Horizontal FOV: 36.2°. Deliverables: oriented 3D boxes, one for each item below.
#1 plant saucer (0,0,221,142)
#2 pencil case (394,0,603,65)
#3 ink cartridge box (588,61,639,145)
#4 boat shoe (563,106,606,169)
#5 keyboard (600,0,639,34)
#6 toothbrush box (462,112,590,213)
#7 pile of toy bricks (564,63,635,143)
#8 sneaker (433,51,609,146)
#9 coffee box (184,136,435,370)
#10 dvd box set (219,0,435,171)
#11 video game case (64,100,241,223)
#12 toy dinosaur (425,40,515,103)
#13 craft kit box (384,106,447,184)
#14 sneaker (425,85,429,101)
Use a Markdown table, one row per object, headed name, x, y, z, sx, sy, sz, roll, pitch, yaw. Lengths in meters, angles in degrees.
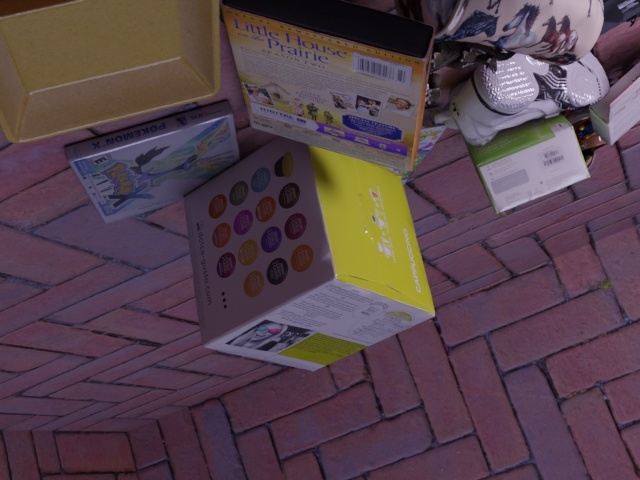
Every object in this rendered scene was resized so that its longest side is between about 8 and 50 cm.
| name | x | y | z | sx | sy | sz | roll | pitch | yaw |
| --- | --- | --- | --- | --- | --- | --- | --- | --- | --- |
| plant saucer | -0.311 | -0.275 | 1.367 | 0.333 | 0.081 | 0.333 | -16 | 162 | -11 |
| pencil case | 0.289 | -0.372 | 1.550 | 0.410 | 0.160 | 0.183 | -1 | 140 | -44 |
| ink cartridge box | 0.689 | -0.352 | 2.024 | 0.296 | 0.066 | 0.261 | -42 | 158 | 4 |
| boat shoe | 0.608 | -0.220 | 2.400 | 0.123 | 0.116 | 0.324 | -16 | 166 | -9 |
| keyboard | 0.583 | -0.453 | 1.853 | 0.192 | 0.038 | 0.100 | -28 | 137 | 29 |
| toothbrush box | 0.428 | -0.189 | 2.085 | 0.206 | 0.122 | 0.283 | -21 | -162 | 10 |
| pile of toy bricks | 0.636 | -0.319 | 2.209 | 0.212 | 0.118 | 0.105 | -36 | -170 | 3 |
| sneaker | 0.401 | -0.293 | 1.970 | 0.366 | 0.137 | 0.210 | -10 | 168 | -35 |
| coffee box | -0.023 | 0.029 | 1.944 | 0.334 | 0.337 | 0.338 | -29 | 149 | 30 |
| dvd box set | 0.016 | -0.249 | 1.551 | 0.307 | 0.062 | 0.420 | 16 | 164 | 8 |
| video game case | -0.300 | -0.139 | 1.856 | 0.300 | 0.036 | 0.329 | -17 | 162 | -6 |
| toy dinosaur | 0.202 | -0.327 | 1.679 | 0.313 | 0.160 | 0.121 | -27 | 136 | -13 |
| craft kit box | 0.115 | -0.180 | 2.085 | 0.250 | 0.061 | 0.246 | -14 | 155 | -26 |
| sneaker | 0.105 | -0.268 | 1.839 | 0.208 | 0.081 | 0.094 | -32 | 151 | 20 |
